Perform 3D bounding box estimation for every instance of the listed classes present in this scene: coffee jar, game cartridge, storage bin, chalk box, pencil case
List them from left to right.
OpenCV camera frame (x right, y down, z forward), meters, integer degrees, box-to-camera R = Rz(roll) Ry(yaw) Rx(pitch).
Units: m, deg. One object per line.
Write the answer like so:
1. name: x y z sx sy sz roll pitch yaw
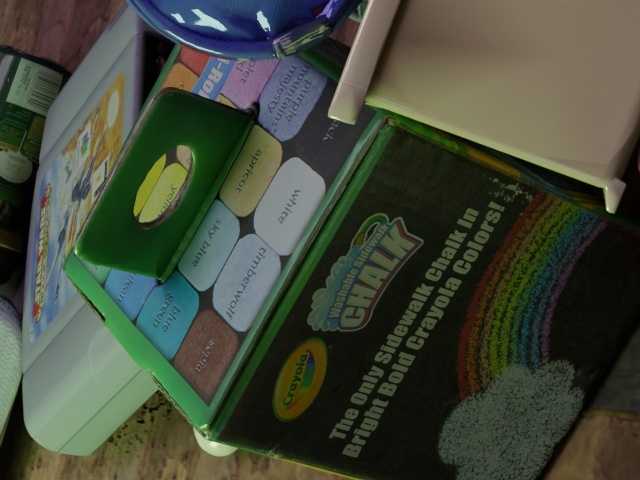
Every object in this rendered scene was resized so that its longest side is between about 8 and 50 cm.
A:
1. coffee jar: -0.260 -0.057 1.412 0.096 0.079 0.184 11 81 48
2. game cartridge: -0.146 -0.014 1.245 0.198 0.062 0.297 -40 42 45
3. pencil case: -0.011 -0.168 0.872 0.133 0.306 0.119 -4 105 11
4. chalk box: 0.000 0.000 0.923 0.180 0.289 0.179 -60 40 10
5. storage bin: 0.117 -0.173 0.799 0.260 0.123 0.262 -63 -7 -77

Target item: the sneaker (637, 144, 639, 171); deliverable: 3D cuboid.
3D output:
1. sneaker: 0.201 -0.078 0.913 0.074 0.063 0.170 -17 54 30

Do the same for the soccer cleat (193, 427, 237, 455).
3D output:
1. soccer cleat: -0.052 0.036 1.135 0.068 0.076 0.196 11 82 50

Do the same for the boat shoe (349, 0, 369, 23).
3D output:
1. boat shoe: 0.060 -0.161 1.059 0.301 0.102 0.108 37 119 51

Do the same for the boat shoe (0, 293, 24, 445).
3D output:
1. boat shoe: -0.284 0.177 1.336 0.094 0.109 0.302 -82 18 -83
